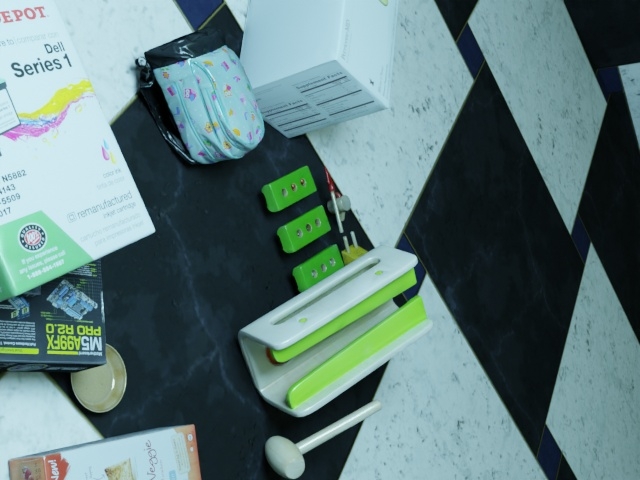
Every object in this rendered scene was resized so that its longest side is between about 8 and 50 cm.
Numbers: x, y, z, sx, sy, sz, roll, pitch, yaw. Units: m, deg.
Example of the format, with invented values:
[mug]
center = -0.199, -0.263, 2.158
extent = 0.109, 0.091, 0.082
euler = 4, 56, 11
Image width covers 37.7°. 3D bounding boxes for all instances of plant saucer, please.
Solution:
[plant saucer]
center = -0.268, 0.163, 1.118
extent = 0.083, 0.015, 0.084
euler = 21, 62, -49

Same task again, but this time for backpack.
[backpack]
center = -0.157, -0.195, 1.298
extent = 0.152, 0.115, 0.182
euler = -41, 116, -54

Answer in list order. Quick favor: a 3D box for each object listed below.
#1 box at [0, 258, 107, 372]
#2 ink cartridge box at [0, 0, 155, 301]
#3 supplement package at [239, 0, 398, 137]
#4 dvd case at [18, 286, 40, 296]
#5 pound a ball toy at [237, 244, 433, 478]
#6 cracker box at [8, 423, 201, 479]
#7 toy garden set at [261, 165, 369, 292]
[box]
center = -0.354, 0.028, 0.990
extent = 0.270, 0.060, 0.216
euler = 10, 68, -52
[ink cartridge box]
center = -0.313, -0.093, 0.910
extent = 0.201, 0.117, 0.278
euler = -32, 101, -55
[supplement package]
center = -0.002, -0.327, 1.475
extent = 0.145, 0.204, 0.262
euler = 32, 55, -45
[dvd case]
center = -0.361, -0.056, 0.947
extent = 0.164, 0.018, 0.221
euler = 10, 67, -52
[pound a ball toy]
center = 0.013, 0.169, 1.377
extent = 0.319, 0.135, 0.208
euler = -31, 117, -28
[cracker box]
center = -0.235, 0.306, 1.075
extent = 0.232, 0.067, 0.156
euler = 0, 79, -54
[toy garden set]
center = 0.000, 0.000, 1.516
extent = 0.203, 0.049, 0.244
euler = -32, 105, -51
